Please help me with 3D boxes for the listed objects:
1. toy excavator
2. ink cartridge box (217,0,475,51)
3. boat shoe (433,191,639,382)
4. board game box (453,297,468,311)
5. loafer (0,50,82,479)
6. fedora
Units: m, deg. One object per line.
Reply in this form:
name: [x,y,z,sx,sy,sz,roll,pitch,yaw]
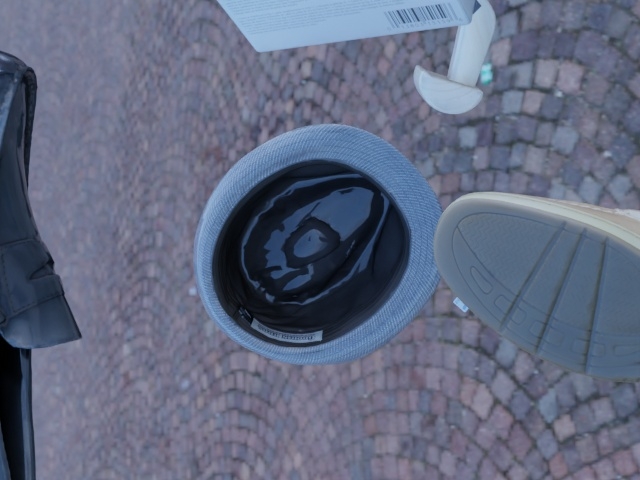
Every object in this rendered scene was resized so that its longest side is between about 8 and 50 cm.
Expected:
toy excavator: [0.238,-0.514,1.779,0.433,0.445,0.222,-47,15,12]
ink cartridge box: [-0.002,-0.305,1.030,0.275,0.239,0.060,-1,62,28]
boat shoe: [0.252,0.039,0.733,0.110,0.341,0.121,-60,-10,-56]
board game box: [0.280,0.037,1.538,0.026,0.103,0.154,41,124,11]
loafer: [-0.141,0.030,0.420,0.076,0.078,0.223,121,156,-88]
fedora: [0.000,0.000,1.038,0.275,0.244,0.124,-47,6,15]
